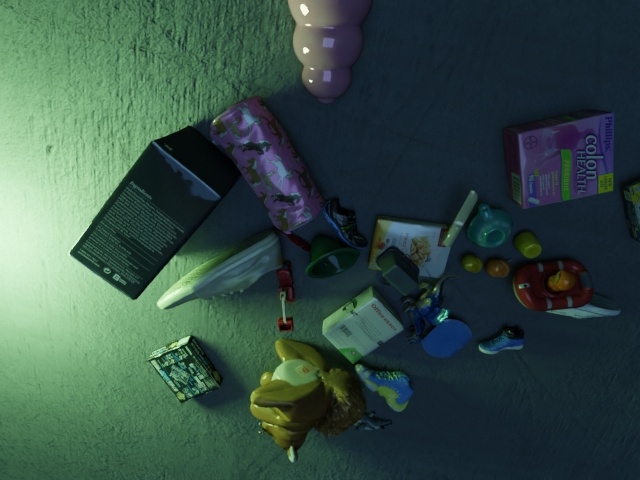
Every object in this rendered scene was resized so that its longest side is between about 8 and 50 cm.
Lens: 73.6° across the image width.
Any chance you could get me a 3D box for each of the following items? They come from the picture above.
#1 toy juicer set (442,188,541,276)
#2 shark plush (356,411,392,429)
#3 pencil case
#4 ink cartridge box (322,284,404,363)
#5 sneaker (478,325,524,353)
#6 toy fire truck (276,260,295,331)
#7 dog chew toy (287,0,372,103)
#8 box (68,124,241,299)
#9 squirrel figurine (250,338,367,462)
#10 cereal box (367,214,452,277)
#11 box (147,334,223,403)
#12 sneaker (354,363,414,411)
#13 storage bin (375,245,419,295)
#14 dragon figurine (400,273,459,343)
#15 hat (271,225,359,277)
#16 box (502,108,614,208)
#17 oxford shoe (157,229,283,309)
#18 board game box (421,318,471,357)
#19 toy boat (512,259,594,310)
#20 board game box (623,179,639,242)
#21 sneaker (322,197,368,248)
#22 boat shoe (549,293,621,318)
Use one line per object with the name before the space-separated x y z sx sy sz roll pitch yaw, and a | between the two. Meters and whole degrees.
toy juicer set | 0.486 -0.008 1.296 0.329 0.089 0.209 31 118 -20
shark plush | 0.189 0.671 1.593 0.161 0.073 0.067 10 82 3
pencil case | -0.141 -0.203 1.203 0.167 0.160 0.386 -17 115 44
ink cartridge box | 0.140 0.278 1.415 0.219 0.092 0.160 -38 106 15
sneaker | 0.607 0.328 1.434 0.152 0.058 0.085 -6 117 0
toy fire truck | -0.113 0.176 1.362 0.047 0.135 0.192 -3 112 4
dog chew toy | 0.021 -0.512 1.057 0.206 0.207 0.332 3 119 1
box | -0.436 -0.087 1.187 0.212 0.293 0.395 40 108 -13
squirrel figurine | -0.038 0.583 1.456 0.396 0.281 0.371 9 118 2
cereal box | 0.279 0.021 1.331 0.240 0.047 0.173 7 113 0
box | -0.483 0.465 1.537 0.175 0.051 0.220 -25 109 12
sneaker | 0.234 0.489 1.513 0.240 0.091 0.126 44 89 -13
storage bin | 0.243 0.095 1.291 0.135 0.091 0.098 41 112 -17
dragon figurine | 0.360 0.215 1.382 0.144 0.085 0.289 37 113 -17
hat | 0.000 0.000 1.346 0.173 0.184 0.208 -39 149 28
box | 0.653 -0.225 1.183 0.243 0.117 0.214 -11 111 6
oxford shoe | -0.308 0.121 1.338 0.449 0.169 0.130 -27 110 7
board game box | 0.427 0.327 1.458 0.133 0.033 0.169 31 115 -15
toy boat | 0.707 0.128 1.283 0.231 0.151 0.151 -7 72 4
board game box | 0.999 -0.116 1.243 0.194 0.060 0.194 -24 109 10
sneaker | 0.084 -0.049 1.302 0.078 0.067 0.188 -36 103 21
boat shoe | 0.831 0.212 1.379 0.226 0.083 0.076 13 123 10
